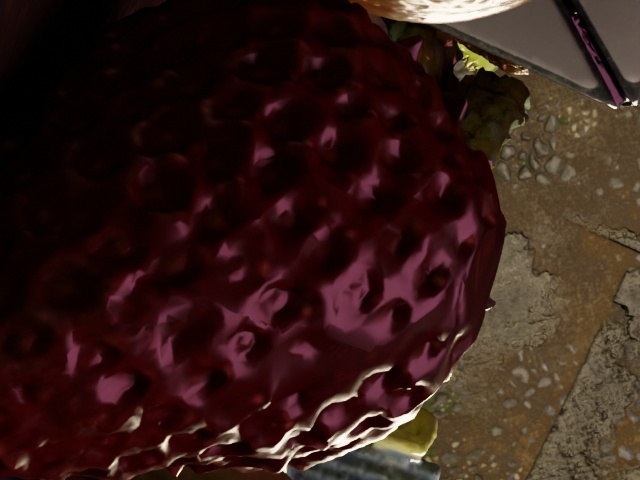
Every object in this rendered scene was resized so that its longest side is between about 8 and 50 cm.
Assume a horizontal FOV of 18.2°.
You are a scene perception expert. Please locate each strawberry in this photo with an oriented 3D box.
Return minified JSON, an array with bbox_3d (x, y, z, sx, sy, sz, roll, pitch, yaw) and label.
[{"bbox_3d":[-0.056,0.008,0.743,0.244,0.205,0.205,-28,149,-49],"label":"strawberry"}]

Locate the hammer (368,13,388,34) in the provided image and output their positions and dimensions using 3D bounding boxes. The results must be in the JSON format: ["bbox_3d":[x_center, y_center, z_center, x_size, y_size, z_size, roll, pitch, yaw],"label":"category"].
[{"bbox_3d":[-0.032,-0.042,1.110,0.305,0.113,0.202,-144,-120,-81],"label":"hammer"}]

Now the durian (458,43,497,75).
[{"bbox_3d":[0.146,-0.304,1.744,0.157,0.169,0.355,-62,177,-32],"label":"durian"}]

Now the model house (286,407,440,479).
[{"bbox_3d":[-0.021,0.229,1.976,0.261,0.321,0.266,-73,-177,-51],"label":"model house"}]

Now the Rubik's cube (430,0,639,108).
[{"bbox_3d":[0.164,-0.281,1.305,0.259,0.255,0.260,110,6,-54],"label":"Rubik's cube"}]

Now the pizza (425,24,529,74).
[{"bbox_3d":[0.106,-0.204,1.565,0.069,0.194,0.154,-50,-179,27],"label":"pizza"}]

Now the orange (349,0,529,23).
[{"bbox_3d":[0.061,-0.200,0.788,0.240,0.171,0.240,20,90,-87],"label":"orange"}]

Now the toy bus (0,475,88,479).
[{"bbox_3d":[-0.146,0.181,0.803,0.136,0.126,0.209,-76,-173,-52],"label":"toy bus"}]

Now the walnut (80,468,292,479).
[{"bbox_3d":[-0.087,0.266,1.168,0.285,0.296,0.285,-23,137,-23],"label":"walnut"}]

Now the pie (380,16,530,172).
[{"bbox_3d":[-0.008,0.011,1.638,0.418,0.180,0.395,-53,180,31],"label":"pie"}]

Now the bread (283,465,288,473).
[{"bbox_3d":[-0.071,0.101,1.384,0.148,0.141,0.134,-66,177,34],"label":"bread"}]
